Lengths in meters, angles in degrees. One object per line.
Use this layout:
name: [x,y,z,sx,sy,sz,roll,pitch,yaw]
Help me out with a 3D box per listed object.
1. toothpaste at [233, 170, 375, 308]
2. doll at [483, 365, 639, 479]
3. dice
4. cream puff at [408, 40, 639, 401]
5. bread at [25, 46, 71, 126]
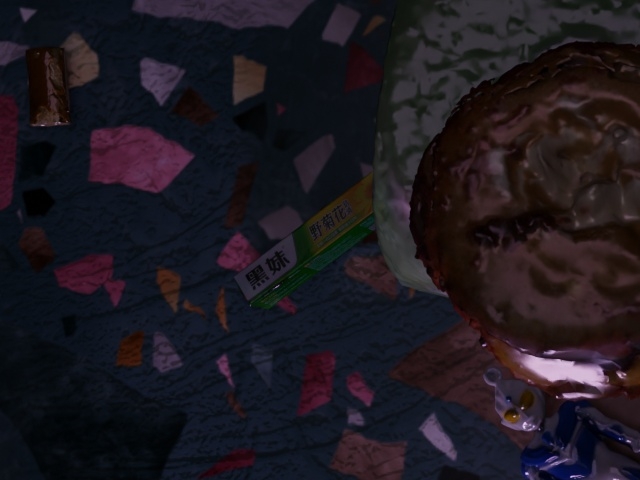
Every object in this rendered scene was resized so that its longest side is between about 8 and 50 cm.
toothpaste: [0.000,0.000,1.694,0.178,0.043,0.037,-37,73,16]
doll: [0.226,0.194,1.579,0.227,0.057,0.114,40,105,18]
dice: [0.231,-0.094,1.456,0.318,0.330,0.322,9,89,17]
cream puff: [0.184,-0.011,1.210,0.240,0.164,0.240,-3,74,10]
bread: [-0.277,-0.157,1.826,0.047,0.036,0.083,-7,84,30]
